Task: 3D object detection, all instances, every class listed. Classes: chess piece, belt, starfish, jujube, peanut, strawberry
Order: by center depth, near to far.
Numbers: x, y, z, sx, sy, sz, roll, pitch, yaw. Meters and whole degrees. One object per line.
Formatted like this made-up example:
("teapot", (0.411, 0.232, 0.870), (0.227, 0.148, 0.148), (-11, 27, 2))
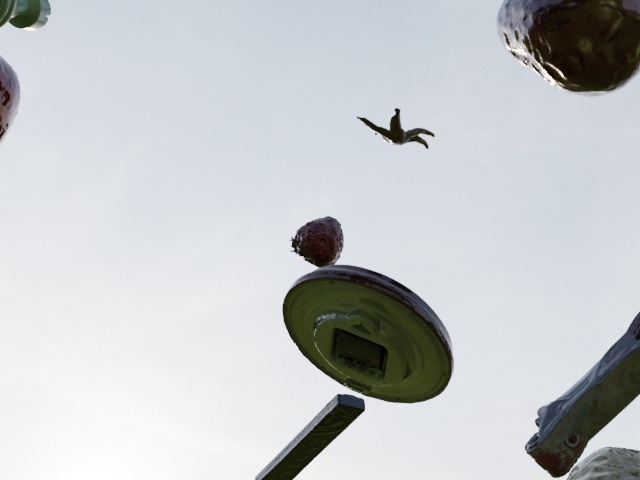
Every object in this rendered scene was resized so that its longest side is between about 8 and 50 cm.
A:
("peanut", (0.249, 0.238, 0.932), (0.110, 0.120, 0.236), (-26, -14, 1))
("chess piece", (-0.308, -0.233, 1.080), (0.067, 0.067, 0.103), (-15, -1, 17))
("belt", (0.304, 0.148, 1.150), (0.232, 0.071, 0.053), (-45, -66, 1))
("starfish", (0.123, -0.182, 1.826), (0.133, 0.041, 0.130), (6, -12, 6))
("jujube", (0.420, -0.355, 1.848), (0.223, 0.318, 0.223), (-5, -74, -16))
("strawberry", (0.001, 0.000, 2.053), (0.106, 0.106, 0.106), (-1, -36, -1))

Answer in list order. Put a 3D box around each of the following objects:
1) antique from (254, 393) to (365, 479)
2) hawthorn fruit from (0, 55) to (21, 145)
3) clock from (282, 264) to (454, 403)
("antique", (-0.014, 0.200, 1.068), (0.031, 0.015, 0.192), (13, -40, -23))
("hawthorn fruit", (-0.457, -0.151, 1.324), (0.179, 0.200, 0.179), (6, -12, 1))
("clock", (0.077, 0.171, 1.880), (0.319, 0.080, 0.318), (21, -37, 17))
